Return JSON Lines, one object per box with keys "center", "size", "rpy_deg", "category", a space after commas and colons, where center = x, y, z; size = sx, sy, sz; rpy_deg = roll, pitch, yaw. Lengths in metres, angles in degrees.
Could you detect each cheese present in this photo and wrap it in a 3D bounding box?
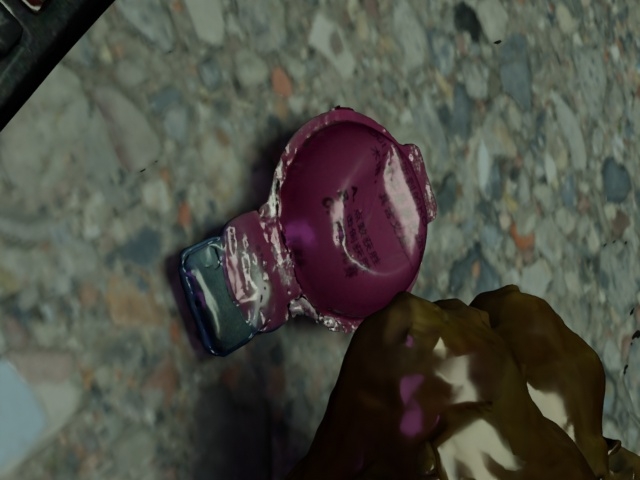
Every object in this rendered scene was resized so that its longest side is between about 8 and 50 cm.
{"center": [0.000, 0.000, 0.672], "size": [0.145, 0.038, 0.095], "rpy_deg": [-29, 105, -42], "category": "cheese"}

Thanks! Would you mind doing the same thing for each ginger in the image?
{"center": [0.093, 0.170, 0.667], "size": [0.357, 0.152, 0.274], "rpy_deg": [49, 50, -36], "category": "ginger"}

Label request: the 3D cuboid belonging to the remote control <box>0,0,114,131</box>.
{"center": [-0.087, -0.168, 0.530], "size": [0.144, 0.062, 0.398], "rpy_deg": [47, 40, -17], "category": "remote control"}
